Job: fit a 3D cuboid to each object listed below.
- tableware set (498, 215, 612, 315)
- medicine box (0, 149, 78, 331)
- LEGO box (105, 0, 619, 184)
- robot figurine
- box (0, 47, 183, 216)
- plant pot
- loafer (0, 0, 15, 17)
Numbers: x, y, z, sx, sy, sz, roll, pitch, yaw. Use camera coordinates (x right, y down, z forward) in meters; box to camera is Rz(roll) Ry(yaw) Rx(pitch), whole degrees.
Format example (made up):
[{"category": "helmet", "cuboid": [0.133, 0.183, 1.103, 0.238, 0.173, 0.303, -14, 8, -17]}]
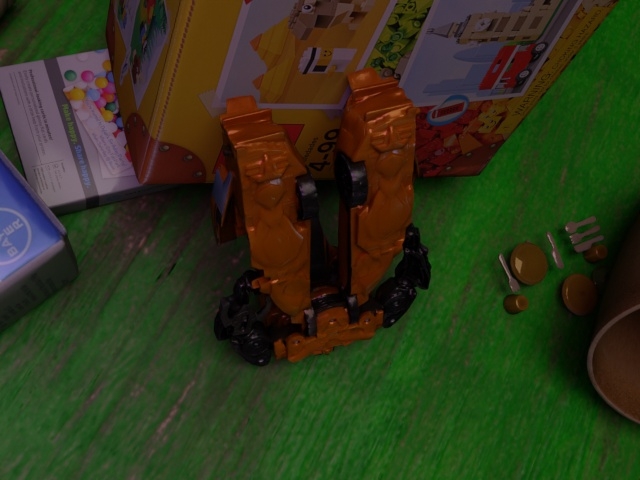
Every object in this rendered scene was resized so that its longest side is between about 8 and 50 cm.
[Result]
[{"category": "tableware set", "cuboid": [0.270, 0.040, 0.840, 0.154, 0.024, 0.104, -20, 86, -22]}, {"category": "medicine box", "cuboid": [-0.387, 0.000, 0.568, 0.289, 0.149, 0.263, -39, 90, -19]}, {"category": "LEGO box", "cuboid": [0.066, -0.272, 0.563, 0.372, 0.500, 0.193, -4, 58, -26]}, {"category": "robot figurine", "cuboid": [0.000, 0.000, 0.646, 0.211, 0.291, 0.085, -14, 50, -13]}, {"category": "box", "cuboid": [-0.201, -0.113, 0.722, 0.186, 0.038, 0.145, -16, 81, -22]}, {"category": "plant pot", "cuboid": [0.412, 0.042, 0.787, 0.237, 0.237, 0.254, 29, 47, -8]}, {"category": "loafer", "cuboid": [-0.416, -0.259, 0.657, 0.268, 0.102, 0.092, 20, 65, -12]}]
